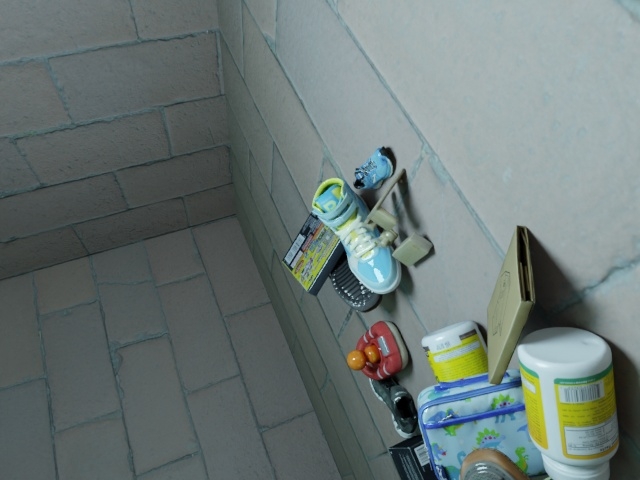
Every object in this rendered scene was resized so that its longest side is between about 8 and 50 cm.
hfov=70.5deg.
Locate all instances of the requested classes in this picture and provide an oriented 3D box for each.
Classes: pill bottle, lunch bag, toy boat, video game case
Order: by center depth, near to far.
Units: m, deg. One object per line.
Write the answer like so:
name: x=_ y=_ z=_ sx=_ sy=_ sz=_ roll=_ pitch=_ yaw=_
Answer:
pill bottle: x=0.358 y=0.242 z=0.651 sx=0.117 sy=0.118 sz=0.208 roll=-159 pitch=53 yaw=-69
lunch bag: x=0.284 y=0.322 z=0.781 sx=0.090 sy=0.219 sz=0.176 roll=-25 pitch=-81 yaw=-80
pill bottle: x=0.291 y=0.275 z=0.890 sx=0.117 sy=0.117 sz=0.215 roll=125 pitch=126 yaw=-69
toy boat: x=0.148 y=0.337 z=1.331 sx=0.231 sy=0.151 sz=0.151 roll=111 pitch=141 yaw=-61
video game case: x=0.000 y=0.000 z=1.379 sx=0.274 sy=0.035 sz=0.248 roll=-58 pitch=29 yaw=5

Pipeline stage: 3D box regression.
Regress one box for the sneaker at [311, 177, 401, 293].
sneaker: x=0.074 y=-0.021 z=1.117 sx=0.208 sy=0.127 sz=0.319 roll=36 pitch=-158 yaw=-53

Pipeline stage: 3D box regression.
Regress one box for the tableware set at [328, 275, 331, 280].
tableware set: x=0.051 y=0.110 z=1.507 sx=0.141 sy=0.020 sz=0.169 roll=63 pitch=-164 yaw=21

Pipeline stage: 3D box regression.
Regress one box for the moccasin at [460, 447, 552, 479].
moccasin: x=0.356 y=0.458 z=0.701 sx=0.380 sy=0.147 sz=0.139 roll=44 pitch=124 yaw=-5

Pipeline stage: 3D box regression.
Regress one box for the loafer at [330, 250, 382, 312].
loafer: x=0.101 y=0.091 z=1.345 sx=0.130 sy=0.134 sz=0.366 roll=52 pitch=-173 yaw=-34

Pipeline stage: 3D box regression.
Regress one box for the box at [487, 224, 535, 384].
box: x=0.295 y=0.103 z=0.715 sx=0.164 sy=0.021 sz=0.201 roll=-68 pitch=-18 yaw=-47

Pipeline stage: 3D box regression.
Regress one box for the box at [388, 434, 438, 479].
box: x=0.312 y=0.691 z=1.266 sx=0.261 sy=0.103 sz=0.184 roll=66 pitch=158 yaw=19

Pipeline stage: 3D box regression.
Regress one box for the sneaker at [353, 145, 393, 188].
sneaker: x=0.120 y=-0.161 z=1.072 sx=0.162 sy=0.073 sz=0.063 roll=113 pitch=137 yaw=-65

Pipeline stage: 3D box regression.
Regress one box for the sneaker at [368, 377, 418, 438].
sneaker: x=0.227 y=0.469 z=1.371 sx=0.234 sy=0.078 sz=0.106 roll=59 pitch=152 yaw=36

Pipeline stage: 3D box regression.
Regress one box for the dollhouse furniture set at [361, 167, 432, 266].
dollhouse furniture set: x=0.194 y=-0.048 z=1.033 sx=0.151 sy=0.123 sz=0.144 roll=35 pitch=158 yaw=2
